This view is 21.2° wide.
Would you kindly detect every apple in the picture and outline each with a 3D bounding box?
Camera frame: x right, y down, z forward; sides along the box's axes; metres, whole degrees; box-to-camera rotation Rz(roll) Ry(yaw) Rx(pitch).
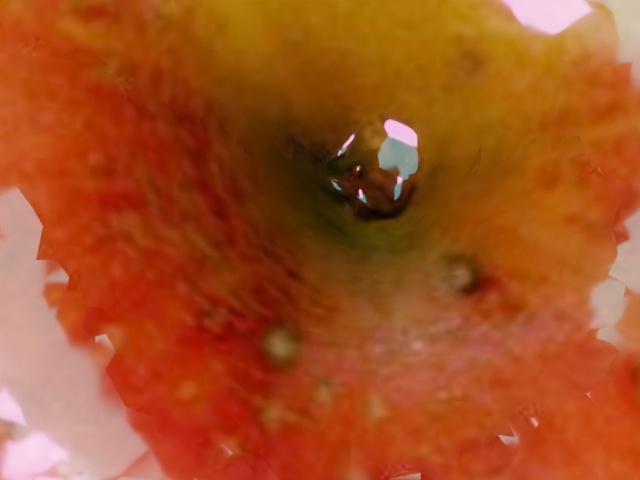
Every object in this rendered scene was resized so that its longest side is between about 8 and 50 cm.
[{"bbox_3d":[0.000,0.000,0.507,0.340,0.339,0.339,-1,78,6],"label":"apple"}]
